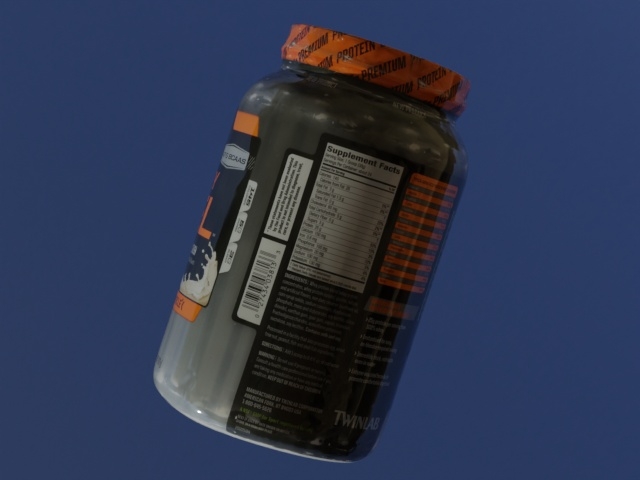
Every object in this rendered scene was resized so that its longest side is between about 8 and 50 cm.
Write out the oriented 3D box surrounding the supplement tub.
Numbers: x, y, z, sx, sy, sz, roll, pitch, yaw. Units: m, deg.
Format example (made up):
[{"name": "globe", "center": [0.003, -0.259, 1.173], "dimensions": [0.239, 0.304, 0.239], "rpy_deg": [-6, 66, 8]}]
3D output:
[{"name": "supplement tub", "center": [0.000, 0.000, 0.673], "dimensions": [0.117, 0.117, 0.190], "rpy_deg": [18, -88, -7]}]
